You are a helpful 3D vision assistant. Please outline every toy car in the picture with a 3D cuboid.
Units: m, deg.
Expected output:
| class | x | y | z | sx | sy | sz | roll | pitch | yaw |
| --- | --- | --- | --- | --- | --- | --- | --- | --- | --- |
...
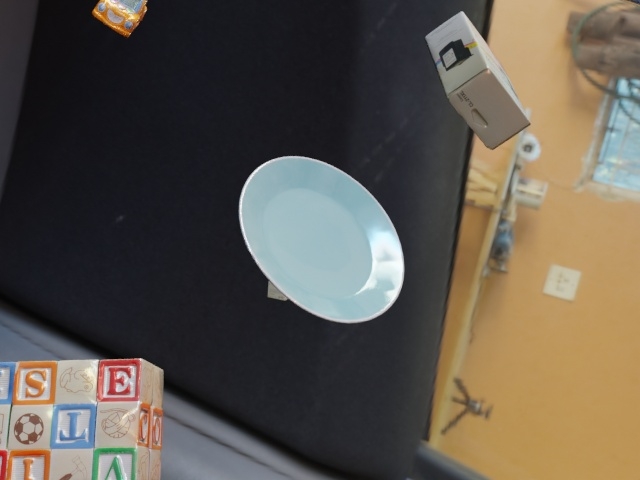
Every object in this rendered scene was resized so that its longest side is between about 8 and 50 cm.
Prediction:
| class | x | y | z | sx | sy | sz | roll | pitch | yaw |
| --- | --- | --- | --- | --- | --- | --- | --- | --- | --- |
| toy car | -0.184 | -0.215 | 0.673 | 0.040 | 0.122 | 0.060 | -49 | 180 | 25 |

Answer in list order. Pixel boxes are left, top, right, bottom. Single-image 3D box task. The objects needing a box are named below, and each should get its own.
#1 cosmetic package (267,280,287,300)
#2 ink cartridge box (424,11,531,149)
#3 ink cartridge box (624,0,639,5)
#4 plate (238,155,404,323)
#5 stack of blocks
| class | x | y | z | sx | sy | sz | roll | pitch | yaw |
| --- | --- | --- | --- | --- | --- | --- | --- | --- | --- |
| cosmetic package | -0.073 | 0.055 | 1.672 | 0.060 | 0.041 | 0.115 | -33 | 130 | -65 |
| ink cartridge box | 0.231 | -0.237 | 1.245 | 0.127 | 0.072 | 0.175 | 42 | 25 | -34 |
| ink cartridge box | 0.287 | -0.460 | 1.010 | 0.151 | 0.396 | 0.270 | -91 | -163 | -67 |
| plate | 0.000 | 0.000 | 0.827 | 0.024 | 0.188 | 0.188 | -43 | -167 | 44 |
| stack of blocks | -0.315 | 0.212 | 0.843 | 0.087 | 0.297 | 0.171 | 76 | 12 | -73 |
